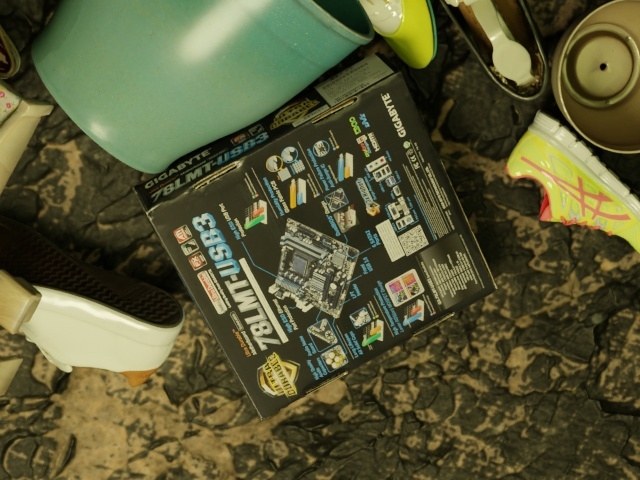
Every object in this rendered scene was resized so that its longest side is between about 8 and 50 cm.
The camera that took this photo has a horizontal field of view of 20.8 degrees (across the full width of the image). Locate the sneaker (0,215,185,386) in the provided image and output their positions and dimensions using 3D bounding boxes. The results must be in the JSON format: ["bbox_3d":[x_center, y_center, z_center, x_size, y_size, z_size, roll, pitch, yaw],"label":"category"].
[{"bbox_3d":[-0.293,0.070,1.785,0.290,0.106,0.123,25,124,-2],"label":"sneaker"}]

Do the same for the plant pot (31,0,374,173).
[{"bbox_3d":[-0.132,-0.211,1.684,0.255,0.272,0.271,-42,106,14],"label":"plant pot"}]

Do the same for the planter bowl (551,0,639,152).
[{"bbox_3d":[0.313,-0.181,1.840,0.162,0.109,0.162,-2,102,-10],"label":"planter bowl"}]

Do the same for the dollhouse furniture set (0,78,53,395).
[{"bbox_3d":[-0.370,-0.066,1.617,0.303,0.174,0.356,36,108,20],"label":"dollhouse furniture set"}]

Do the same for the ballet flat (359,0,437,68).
[{"bbox_3d":[0.056,-0.284,1.785,0.077,0.077,0.231,-19,101,-37],"label":"ballet flat"}]

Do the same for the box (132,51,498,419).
[{"bbox_3d":[0.000,0.000,1.803,0.293,0.073,0.296,-29,121,-3],"label":"box"}]

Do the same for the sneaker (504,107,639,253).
[{"bbox_3d":[0.284,-0.045,1.885,0.208,0.081,0.094,43,99,-9],"label":"sneaker"}]

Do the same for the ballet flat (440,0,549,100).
[{"bbox_3d":[0.166,-0.251,1.761,0.095,0.096,0.280,-29,125,12],"label":"ballet flat"}]

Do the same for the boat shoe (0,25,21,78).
[{"bbox_3d":[-0.348,-0.220,1.743,0.050,0.045,0.135,-40,105,-1],"label":"boat shoe"}]
